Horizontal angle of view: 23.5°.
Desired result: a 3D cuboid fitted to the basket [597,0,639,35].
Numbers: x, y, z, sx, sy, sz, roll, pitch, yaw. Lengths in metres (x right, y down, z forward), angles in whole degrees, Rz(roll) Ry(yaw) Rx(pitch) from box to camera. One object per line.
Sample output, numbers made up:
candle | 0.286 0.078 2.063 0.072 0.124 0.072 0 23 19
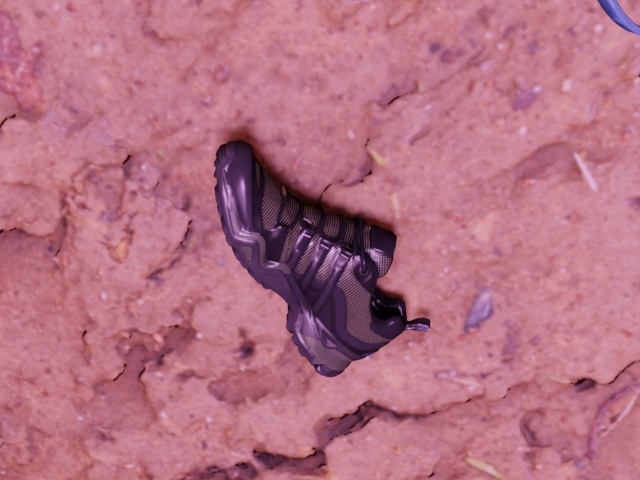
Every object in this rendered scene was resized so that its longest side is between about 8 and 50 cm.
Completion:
basket | 0.232 -0.289 0.876 0.289 0.201 0.254 -37 110 -2

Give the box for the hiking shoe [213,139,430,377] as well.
hiking shoe | 0.000 0.000 1.231 0.114 0.086 0.227 -25 120 12
